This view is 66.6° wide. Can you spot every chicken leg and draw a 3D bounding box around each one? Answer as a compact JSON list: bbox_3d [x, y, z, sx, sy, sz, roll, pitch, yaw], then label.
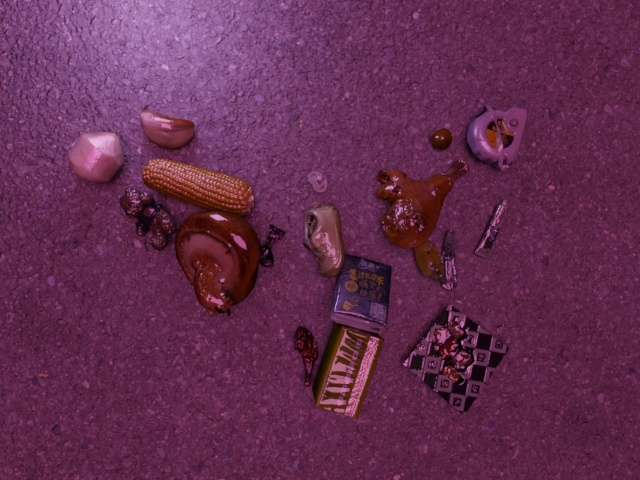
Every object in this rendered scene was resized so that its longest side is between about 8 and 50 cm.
[{"bbox_3d":[0.348,-0.178,1.736,0.409,0.182,0.295,-43,76,-11],"label":"chicken leg"},{"bbox_3d":[-0.050,0.406,1.726,0.093,0.053,0.204,-19,87,-49],"label":"chicken leg"}]

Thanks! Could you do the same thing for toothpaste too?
[{"bbox_3d":[0.640,-0.046,1.804,0.060,0.038,0.233,24,90,-1],"label":"toothpaste"}]

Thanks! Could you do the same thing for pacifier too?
[{"bbox_3d":[-0.003,-0.216,1.746,0.068,0.064,0.083,-34,92,-22],"label":"pacifier"}]

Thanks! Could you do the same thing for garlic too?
[{"bbox_3d":[-0.549,-0.390,1.684,0.207,0.115,0.128,23,94,-1],"label":"garlic"}]

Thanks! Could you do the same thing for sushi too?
[{"bbox_3d":[0.489,0.423,1.771,0.292,0.059,0.294,38,86,-2],"label":"sushi"}]

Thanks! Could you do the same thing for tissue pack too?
[{"bbox_3d":[0.088,0.429,1.670,0.168,0.200,0.274,18,88,-5],"label":"tissue pack"},{"bbox_3d":[0.143,0.177,1.669,0.186,0.081,0.257,17,48,-4],"label":"tissue pack"}]

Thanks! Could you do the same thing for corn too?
[{"bbox_3d":[-0.409,-0.184,1.680,0.388,0.144,0.143,19,87,0],"label":"corn"}]

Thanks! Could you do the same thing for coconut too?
[{"bbox_3d":[-0.749,-0.290,1.644,0.171,0.171,0.182,33,89,-3],"label":"coconut"}]

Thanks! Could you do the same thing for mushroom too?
[{"bbox_3d":[-0.341,0.065,1.602,0.346,0.259,0.345,11,118,22],"label":"mushroom"}]

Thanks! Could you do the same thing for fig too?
[{"bbox_3d":[0.446,-0.375,1.780,0.074,0.074,0.088,32,60,-3],"label":"fig"}]

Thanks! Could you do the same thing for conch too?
[{"bbox_3d":[0.396,0.074,1.769,0.095,0.079,0.200,-15,81,-23],"label":"conch"}]

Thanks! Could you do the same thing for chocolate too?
[{"bbox_3d":[-0.179,0.021,1.728,0.072,0.070,0.147,20,83,1],"label":"chocolate"}]

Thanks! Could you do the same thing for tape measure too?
[{"bbox_3d":[0.634,-0.380,1.767,0.197,0.120,0.235,16,83,-10],"label":"tape measure"}]

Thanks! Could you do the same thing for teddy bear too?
[{"bbox_3d":[-0.577,-0.077,1.668,0.251,0.129,0.181,41,116,13],"label":"teddy bear"}]

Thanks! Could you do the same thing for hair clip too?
[{"bbox_3d":[0.473,0.070,1.789,0.066,0.036,0.228,0,95,0],"label":"hair clip"}]

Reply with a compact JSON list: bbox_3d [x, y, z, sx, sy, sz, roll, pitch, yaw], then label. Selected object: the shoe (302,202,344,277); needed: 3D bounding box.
[{"bbox_3d":[0.007,0.000,1.712,0.128,0.140,0.262,2,83,-14],"label":"shoe"}]
